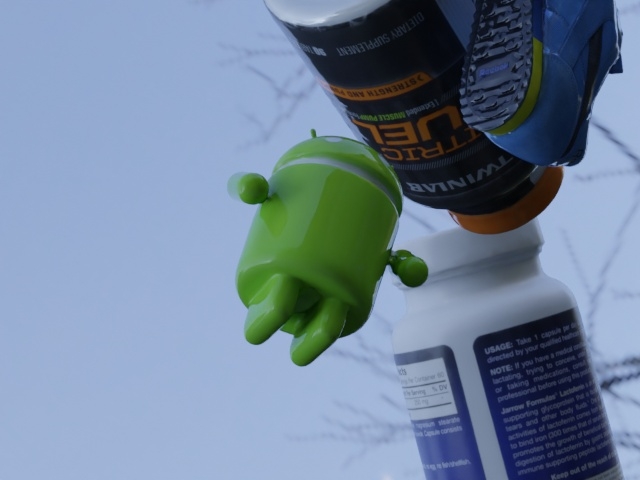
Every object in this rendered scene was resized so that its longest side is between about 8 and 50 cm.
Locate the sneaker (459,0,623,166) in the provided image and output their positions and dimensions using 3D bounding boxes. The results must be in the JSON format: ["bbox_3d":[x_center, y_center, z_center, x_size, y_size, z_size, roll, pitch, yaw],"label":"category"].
[{"bbox_3d":[0.138,-0.143,1.102,0.082,0.069,0.209,21,-108,-34],"label":"sneaker"}]

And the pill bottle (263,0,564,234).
[{"bbox_3d":[0.072,-0.107,1.216,0.130,0.130,0.246,-47,-46,-10],"label":"pill bottle"}]

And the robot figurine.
[{"bbox_3d":[0.000,0.000,0.906,0.067,0.101,0.115,-50,17,55],"label":"robot figurine"}]

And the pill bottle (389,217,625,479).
[{"bbox_3d":[0.142,0.116,1.518,0.153,0.153,0.265,-14,-91,-38],"label":"pill bottle"}]
